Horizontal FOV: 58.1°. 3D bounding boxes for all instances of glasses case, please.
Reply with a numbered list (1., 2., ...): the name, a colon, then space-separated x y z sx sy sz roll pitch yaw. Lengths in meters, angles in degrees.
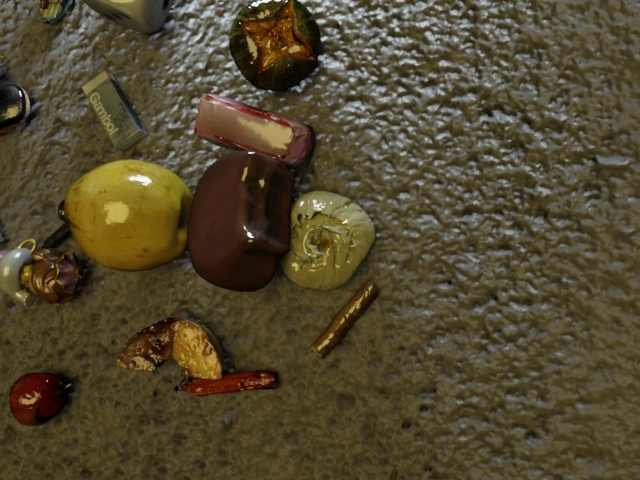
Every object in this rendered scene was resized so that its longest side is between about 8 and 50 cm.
1. glasses case: -0.998 -0.364 1.688 0.321 0.082 0.122 -14 82 12

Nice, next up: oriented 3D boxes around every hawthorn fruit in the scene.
1. hawthorn fruit: -0.767 0.431 1.593 0.172 0.148 0.148 -20 84 -8

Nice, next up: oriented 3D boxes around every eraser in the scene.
1. eraser: -0.580 -0.363 1.617 0.092 0.046 0.212 -33 82 10

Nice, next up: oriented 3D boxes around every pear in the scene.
1. pear: -0.480 -0.065 1.462 0.315 0.314 0.314 0 88 12

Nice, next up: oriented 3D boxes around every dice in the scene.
1. dice: -0.505 -0.678 1.522 0.193 0.192 0.194 23 88 -2

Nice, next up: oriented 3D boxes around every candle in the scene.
1. candle: -0.252 0.379 1.521 0.302 0.084 0.059 -10 55 18

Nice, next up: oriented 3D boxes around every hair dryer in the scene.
1. hair dryer: -0.718 -0.031 1.608 0.255 0.128 0.070 -34 78 20

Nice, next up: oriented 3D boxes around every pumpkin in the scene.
1. pumpkin: -0.117 -0.500 1.463 0.238 0.159 0.237 0 92 -9

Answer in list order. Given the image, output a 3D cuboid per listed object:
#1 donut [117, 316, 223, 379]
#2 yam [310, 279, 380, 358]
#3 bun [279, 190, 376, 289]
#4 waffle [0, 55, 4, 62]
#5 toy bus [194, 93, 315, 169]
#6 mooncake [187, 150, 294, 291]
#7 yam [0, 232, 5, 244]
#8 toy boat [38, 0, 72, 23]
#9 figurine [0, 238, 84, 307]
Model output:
1. donut: -0.380 0.274 1.526 0.295 0.112 0.151 3 86 11
2. yam: 0.062 0.202 1.460 0.057 0.057 0.241 42 97 10
3. bun: 0.000 0.000 1.431 0.260 0.152 0.259 0 90 12
4. waffle: -1.037 -0.444 1.660 0.254 0.052 0.245 -8 53 17
5. toy bus: -0.171 -0.278 1.482 0.303 0.147 0.127 20 98 13
6. mooncake: -0.184 -0.055 1.403 0.334 0.174 0.325 -49 44 23
7. yam: -0.996 -0.058 1.685 0.078 0.078 0.179 -30 86 10
8. toy boat: -0.757 -0.750 1.631 0.114 0.115 0.262 20 92 12
9. figurine: -0.780 0.095 1.599 0.264 0.142 0.189 8 90 14
